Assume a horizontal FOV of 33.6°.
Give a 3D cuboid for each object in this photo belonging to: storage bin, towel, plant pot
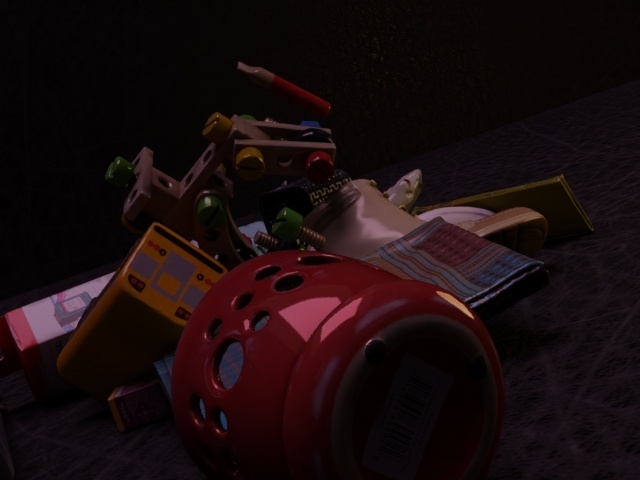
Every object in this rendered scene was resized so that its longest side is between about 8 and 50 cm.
[{"bbox_3d":[0.000,0.000,1.511,0.084,0.180,0.122,-24,9,-37],"label":"storage bin"},{"bbox_3d":[0.246,-0.029,1.458,0.237,0.102,0.021,-13,41,38],"label":"towel"},{"bbox_3d":[0.015,0.087,1.074,0.370,0.040,0.271,-28,19,-11],"label":"towel"},{"bbox_3d":[0.019,0.107,0.724,0.191,0.191,0.174,-23,17,-30],"label":"plant pot"}]

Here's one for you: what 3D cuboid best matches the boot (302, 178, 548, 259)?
[{"bbox_3d":[0.124,-0.012,1.309,0.262,0.095,0.203,-25,44,-13],"label":"boot"}]

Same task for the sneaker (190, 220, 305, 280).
[{"bbox_3d":[-0.112,0.024,1.782,0.150,0.135,0.366,-22,7,14],"label":"sneaker"}]

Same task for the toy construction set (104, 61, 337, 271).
[{"bbox_3d":[-0.125,-0.105,1.335,0.257,0.237,0.309,-43,26,49],"label":"toy construction set"}]

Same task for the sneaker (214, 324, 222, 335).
[{"bbox_3d":[-0.160,0.113,1.428,0.094,0.091,0.258,-23,9,-29],"label":"sneaker"}]

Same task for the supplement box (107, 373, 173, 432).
[{"bbox_3d":[-0.194,0.181,1.212,0.083,0.043,0.055,-19,6,1],"label":"supplement box"}]

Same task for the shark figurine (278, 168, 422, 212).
[{"bbox_3d":[0.048,-0.020,1.841,0.278,0.166,0.116,-7,-26,18],"label":"shark figurine"}]

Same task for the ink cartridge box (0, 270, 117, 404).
[{"bbox_3d":[-0.356,0.143,1.496,0.231,0.134,0.078,-22,52,-19],"label":"ink cartridge box"}]

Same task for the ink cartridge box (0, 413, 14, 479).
[{"bbox_3d":[-0.543,0.234,1.260,0.308,0.091,0.385,-22,20,-16],"label":"ink cartridge box"}]

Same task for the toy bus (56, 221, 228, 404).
[{"bbox_3d":[-0.226,0.101,1.282,0.333,0.108,0.130,-44,17,51],"label":"toy bus"}]

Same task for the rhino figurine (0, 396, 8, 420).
[{"bbox_3d":[-0.557,0.252,1.466,0.243,0.073,0.106,-19,13,-14],"label":"rhino figurine"}]

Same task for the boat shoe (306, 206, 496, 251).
[{"bbox_3d":[0.123,0.029,1.405,0.277,0.098,0.096,-12,34,-8],"label":"boat shoe"}]

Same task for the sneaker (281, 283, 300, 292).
[{"bbox_3d":[-0.044,0.057,1.733,0.067,0.042,0.118,-17,9,-10],"label":"sneaker"}]
